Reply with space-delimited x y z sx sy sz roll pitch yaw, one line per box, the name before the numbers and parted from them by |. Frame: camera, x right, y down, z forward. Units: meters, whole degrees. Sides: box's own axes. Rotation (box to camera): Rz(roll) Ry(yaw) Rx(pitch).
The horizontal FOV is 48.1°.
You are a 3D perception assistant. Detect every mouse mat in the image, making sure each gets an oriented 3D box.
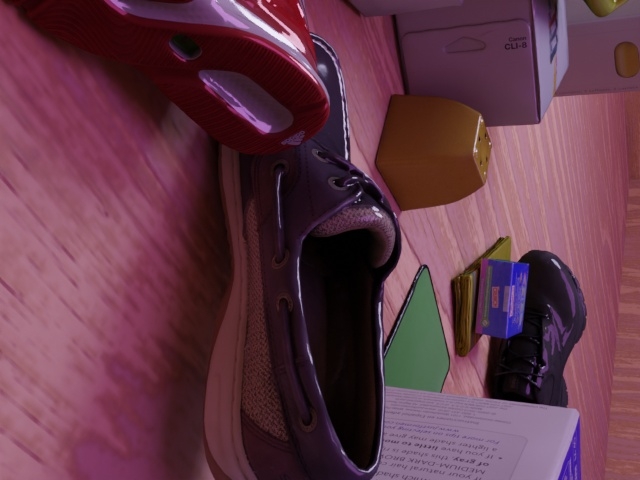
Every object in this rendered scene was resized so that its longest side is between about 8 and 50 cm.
mouse mat | 0.093 0.134 0.713 0.189 0.007 0.152 -58 139 -47

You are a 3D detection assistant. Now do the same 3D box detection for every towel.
towel | 0.214 0.065 0.934 0.237 0.021 0.102 -25 118 -61

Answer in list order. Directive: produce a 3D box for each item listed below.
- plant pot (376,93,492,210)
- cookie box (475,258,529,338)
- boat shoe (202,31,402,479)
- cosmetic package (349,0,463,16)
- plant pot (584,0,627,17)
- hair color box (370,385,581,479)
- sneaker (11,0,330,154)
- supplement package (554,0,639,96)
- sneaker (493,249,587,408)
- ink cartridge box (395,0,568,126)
plant pot | 0.109 -0.081 0.656 0.081 0.083 0.081 52 47 -50
cookie box | 0.224 0.069 0.881 0.107 0.040 0.091 7 89 -65
boat shoe | 0.000 0.000 0.406 0.103 0.092 0.285 30 55 -45
cosmetic package | 0.022 -0.381 0.467 0.284 0.098 0.377 11 81 -62
plant pot | 0.256 -0.344 0.576 0.207 0.228 0.227 55 23 7
hair color box | 0.019 0.192 0.377 0.339 0.185 0.110 -22 110 -60
sneaker | -0.078 -0.145 0.333 0.221 0.087 0.128 47 28 -46
supplement package | 0.339 -0.305 0.900 0.145 0.262 0.204 47 50 -53
sneaker | 0.293 0.157 0.988 0.130 0.109 0.286 -8 100 -54
ink cartridge box | 0.167 -0.200 0.717 0.176 0.128 0.127 -49 132 -51
